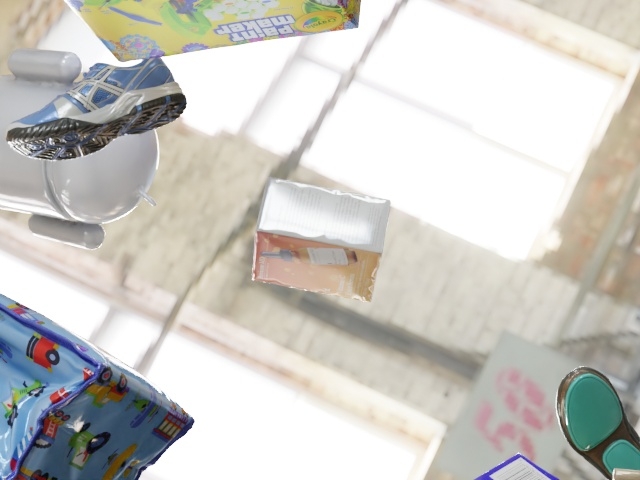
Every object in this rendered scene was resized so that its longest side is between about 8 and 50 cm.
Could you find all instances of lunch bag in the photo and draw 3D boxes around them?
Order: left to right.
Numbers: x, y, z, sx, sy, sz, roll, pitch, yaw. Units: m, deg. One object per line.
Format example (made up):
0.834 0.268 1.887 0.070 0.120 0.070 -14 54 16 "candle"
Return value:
-0.287 0.100 1.502 0.138 0.293 0.221 -50 -25 -4 "lunch bag"

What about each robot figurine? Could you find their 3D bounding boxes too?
-0.381 -0.132 2.420 0.200 0.353 0.300 -39 -50 -49 "robot figurine"

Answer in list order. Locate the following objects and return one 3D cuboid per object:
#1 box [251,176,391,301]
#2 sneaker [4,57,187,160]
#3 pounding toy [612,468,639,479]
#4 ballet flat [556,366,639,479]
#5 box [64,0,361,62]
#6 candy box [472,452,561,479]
0.000 0.000 2.257 0.130 0.170 0.091 97 -176 -57 "box"
-0.264 -0.154 1.934 0.211 0.081 0.080 -18 -21 -10 "sneaker"
0.452 0.270 1.893 0.237 0.182 0.110 109 160 -58 "pounding toy"
0.389 0.267 2.352 0.095 0.096 0.280 -37 -58 -5 "ballet flat"
-0.134 -0.342 1.723 0.279 0.289 0.177 51 -141 -56 "box"
0.242 0.513 2.447 0.268 0.122 0.317 -27 -54 -22 "candy box"
